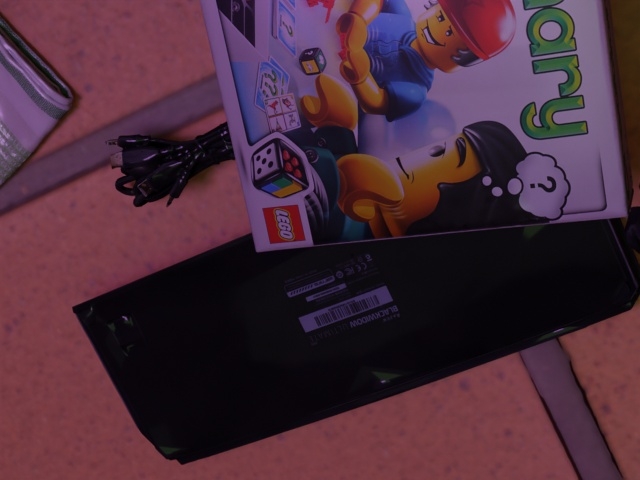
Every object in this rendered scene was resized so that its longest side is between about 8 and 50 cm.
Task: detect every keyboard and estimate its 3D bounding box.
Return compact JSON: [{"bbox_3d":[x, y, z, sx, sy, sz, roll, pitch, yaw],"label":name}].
[{"bbox_3d":[0.000,0.000,0.720,0.317,0.033,0.201,-21,104,18],"label":"keyboard"}]

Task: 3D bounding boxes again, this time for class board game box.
[{"bbox_3d":[0.033,-0.150,0.606,0.193,0.053,0.305,-6,109,19],"label":"board game box"}]

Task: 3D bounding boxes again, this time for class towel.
[{"bbox_3d":[-0.232,-0.073,0.762,0.152,0.023,0.113,-42,91,21],"label":"towel"}]

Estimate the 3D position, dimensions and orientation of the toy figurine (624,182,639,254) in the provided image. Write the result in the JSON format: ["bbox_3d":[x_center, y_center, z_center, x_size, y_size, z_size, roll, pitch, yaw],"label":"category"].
[{"bbox_3d":[0.265,0.019,0.557,0.209,0.148,0.213,-23,99,-14],"label":"toy figurine"}]
